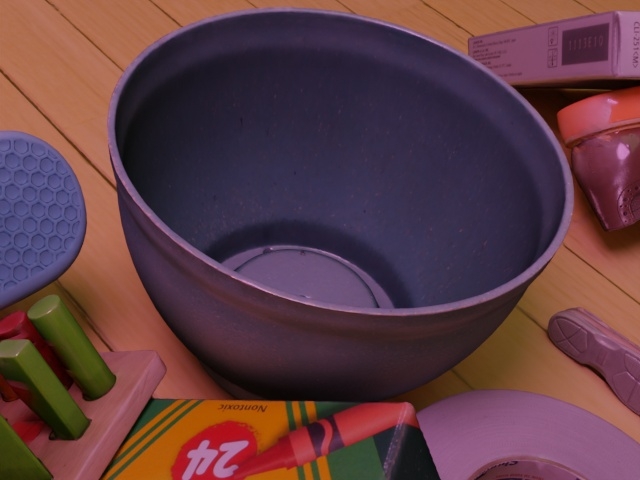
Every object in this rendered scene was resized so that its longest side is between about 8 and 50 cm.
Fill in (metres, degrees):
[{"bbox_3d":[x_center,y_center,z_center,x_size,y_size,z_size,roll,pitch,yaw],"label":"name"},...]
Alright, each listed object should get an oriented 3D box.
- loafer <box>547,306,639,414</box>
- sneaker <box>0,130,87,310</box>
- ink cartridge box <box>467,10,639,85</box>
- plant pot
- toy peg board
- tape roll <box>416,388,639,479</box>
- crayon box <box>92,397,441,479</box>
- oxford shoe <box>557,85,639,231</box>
[{"bbox_3d":[0.239,0.093,0.705,0.039,0.045,0.125,-22,52,-40],"label":"loafer"},{"bbox_3d":[-0.315,0.037,0.525,0.208,0.127,0.319,-7,14,46],"label":"sneaker"},{"bbox_3d":[0.310,-0.179,0.876,0.238,0.060,0.275,-3,8,-17],"label":"ink cartridge box"},{"bbox_3d":[0.000,0.000,0.626,0.293,0.196,0.293,7,45,-7],"label":"plant pot"},{"bbox_3d":[-0.200,0.103,0.502,0.160,0.079,0.161,-6,35,29],"label":"toy peg board"},{"bbox_3d":[0.126,0.200,0.545,0.219,0.072,0.219,7,43,-7],"label":"tape roll"},{"bbox_3d":[-0.075,0.216,0.413,0.202,0.081,0.319,-4,38,24],"label":"crayon box"},{"bbox_3d":[0.380,-0.072,0.878,0.363,0.130,0.133,-5,82,-29],"label":"oxford shoe"}]
